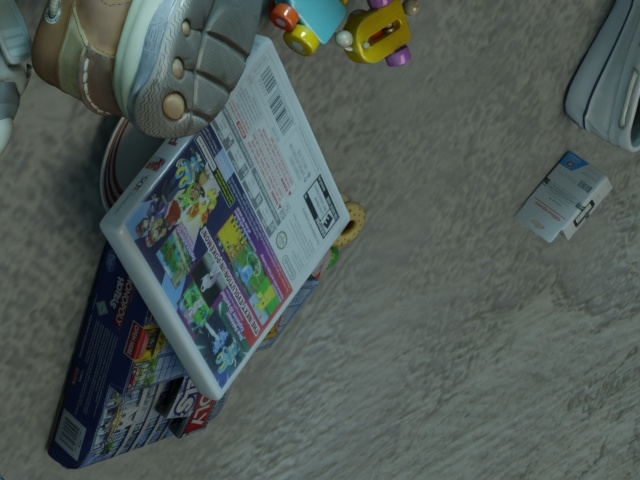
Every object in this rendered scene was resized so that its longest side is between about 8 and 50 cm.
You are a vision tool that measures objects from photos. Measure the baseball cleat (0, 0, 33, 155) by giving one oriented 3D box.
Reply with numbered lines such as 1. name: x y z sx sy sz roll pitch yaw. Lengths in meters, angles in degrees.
1. baseball cleat: -0.234 -0.115 1.082 0.109 0.072 0.206 -67 153 -7

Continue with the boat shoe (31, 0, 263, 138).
1. boat shoe: -0.072 -0.213 1.140 0.324 0.116 0.123 -64 153 -25

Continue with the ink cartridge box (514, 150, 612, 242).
1. ink cartridge box: 0.227 -0.036 1.811 0.083 0.048 0.028 -49 150 -6

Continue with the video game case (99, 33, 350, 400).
1. video game case: -0.061 -0.014 1.367 0.183 0.023 0.201 -54 144 -24

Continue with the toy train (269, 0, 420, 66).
1. toy train: 0.021 -0.187 1.375 0.166 0.046 0.125 -3 97 -41

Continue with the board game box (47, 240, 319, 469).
1. board game box: -0.096 0.077 1.465 0.194 0.060 0.194 -15 133 -46

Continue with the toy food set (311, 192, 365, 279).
1. toy food set: 0.000 0.000 1.552 0.082 0.020 0.083 -58 155 3

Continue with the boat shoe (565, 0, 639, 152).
1. boat shoe: 0.312 -0.200 1.722 0.095 0.084 0.258 -9 129 -50

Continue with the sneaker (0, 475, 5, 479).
1. sneaker: -0.259 0.112 1.178 0.099 0.153 0.282 -36 146 -28

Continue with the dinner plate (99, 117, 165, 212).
1. dinner plate: -0.102 -0.072 1.345 0.141 0.017 0.141 -35 146 -28
